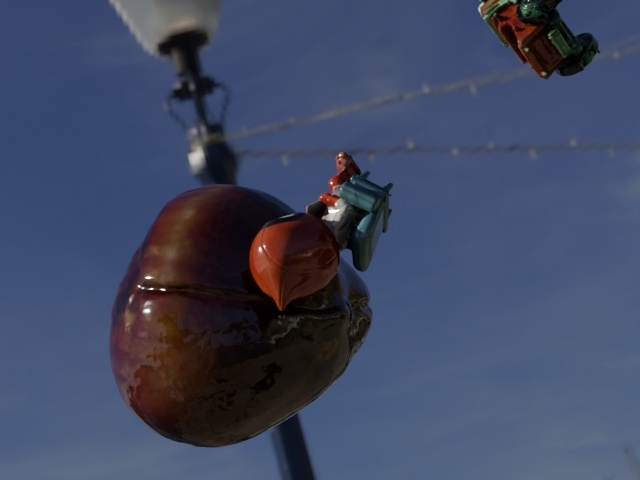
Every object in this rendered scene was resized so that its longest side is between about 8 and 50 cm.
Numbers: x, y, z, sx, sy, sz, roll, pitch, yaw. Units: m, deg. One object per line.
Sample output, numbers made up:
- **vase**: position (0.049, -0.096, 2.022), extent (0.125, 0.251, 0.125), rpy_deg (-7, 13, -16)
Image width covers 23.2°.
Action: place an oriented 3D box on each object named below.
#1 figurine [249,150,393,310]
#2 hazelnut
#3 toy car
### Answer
- **figurine**: position (0.000, 0.000, 1.218), extent (0.140, 0.075, 0.068), rpy_deg (-46, -21, -29)
- **hazelnut**: position (-0.067, 0.069, 1.305), extent (0.229, 0.229, 0.229), rpy_deg (-14, -19, -5)
- **toy car**: position (0.159, -0.174, 1.215), extent (0.054, 0.143, 0.073), rpy_deg (-40, -60, 3)
